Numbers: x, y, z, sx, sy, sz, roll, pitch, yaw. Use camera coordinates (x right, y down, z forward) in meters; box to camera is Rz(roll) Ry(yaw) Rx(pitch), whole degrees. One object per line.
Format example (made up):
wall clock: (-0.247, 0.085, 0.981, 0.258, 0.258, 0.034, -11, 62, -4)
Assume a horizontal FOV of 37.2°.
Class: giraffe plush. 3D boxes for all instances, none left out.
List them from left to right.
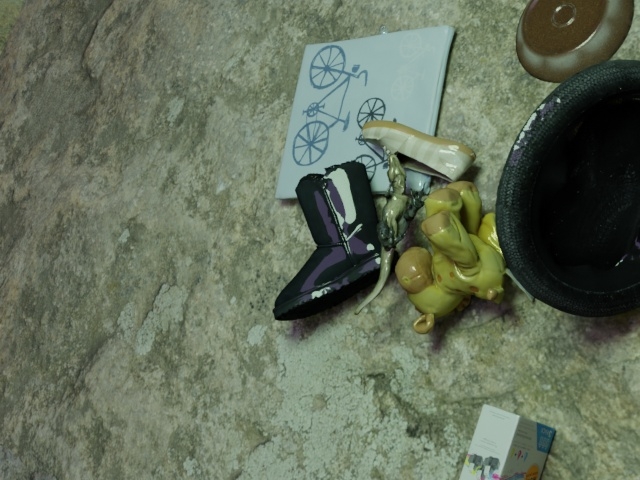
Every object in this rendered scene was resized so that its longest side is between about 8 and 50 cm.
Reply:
giraffe plush: (0.190, 0.041, 1.419, 0.170, 0.181, 0.210, -36, 85, 37)

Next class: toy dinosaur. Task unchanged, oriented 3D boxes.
toy dinosaur: (0.112, -0.019, 1.463, 0.118, 0.064, 0.268, 132, 155, -68)

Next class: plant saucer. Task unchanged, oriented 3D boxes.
plant saucer: (0.384, -0.343, 1.478, 0.198, 0.036, 0.199, -17, 61, 35)

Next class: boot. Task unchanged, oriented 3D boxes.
boot: (0.000, 0.000, 1.599, 0.246, 0.094, 0.207, -30, 68, 21)

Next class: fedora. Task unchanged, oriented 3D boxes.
fedora: (0.367, -0.072, 1.264, 0.334, 0.334, 0.152, -57, 12, 6)

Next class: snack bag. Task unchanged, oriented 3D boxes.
snack bag: (0.079, -0.228, 1.699, 0.342, 0.037, 0.323, -1, 72, 38)

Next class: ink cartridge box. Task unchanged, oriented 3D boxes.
ink cartridge box: (0.238, 0.320, 1.264, 0.061, 0.104, 0.181, 13, 82, 45)

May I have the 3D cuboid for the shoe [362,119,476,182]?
shoe: (0.146, -0.145, 1.537, 0.219, 0.076, 0.058, 21, 82, 39)
